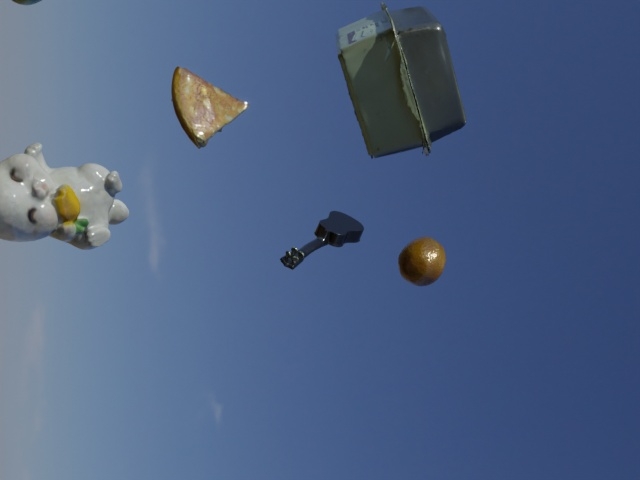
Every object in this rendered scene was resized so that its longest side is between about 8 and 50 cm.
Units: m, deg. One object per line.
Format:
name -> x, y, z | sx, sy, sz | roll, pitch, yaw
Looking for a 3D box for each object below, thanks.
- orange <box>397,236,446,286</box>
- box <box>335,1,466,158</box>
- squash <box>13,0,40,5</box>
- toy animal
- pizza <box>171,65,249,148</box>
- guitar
orange -> 0.168, 0.035, 1.468 | 0.085, 0.085, 0.085 | 179, -90, -68
box -> 0.125, -0.264, 1.431 | 0.290, 0.166, 0.221 | -89, 162, -68
squash -> -0.424, -0.484, 1.383 | 0.378, 0.101, 0.102 | -37, -123, 55
toy animal -> -0.496, -0.053, 1.525 | 0.154, 0.325, 0.209 | 5, -64, 52
pizza -> -0.232, -0.285, 1.843 | 0.036, 0.176, 0.185 | -38, -105, 48
guitar -> 0.000, -0.002, 1.774 | 0.083, 0.271, 0.038 | 30, -62, 19
